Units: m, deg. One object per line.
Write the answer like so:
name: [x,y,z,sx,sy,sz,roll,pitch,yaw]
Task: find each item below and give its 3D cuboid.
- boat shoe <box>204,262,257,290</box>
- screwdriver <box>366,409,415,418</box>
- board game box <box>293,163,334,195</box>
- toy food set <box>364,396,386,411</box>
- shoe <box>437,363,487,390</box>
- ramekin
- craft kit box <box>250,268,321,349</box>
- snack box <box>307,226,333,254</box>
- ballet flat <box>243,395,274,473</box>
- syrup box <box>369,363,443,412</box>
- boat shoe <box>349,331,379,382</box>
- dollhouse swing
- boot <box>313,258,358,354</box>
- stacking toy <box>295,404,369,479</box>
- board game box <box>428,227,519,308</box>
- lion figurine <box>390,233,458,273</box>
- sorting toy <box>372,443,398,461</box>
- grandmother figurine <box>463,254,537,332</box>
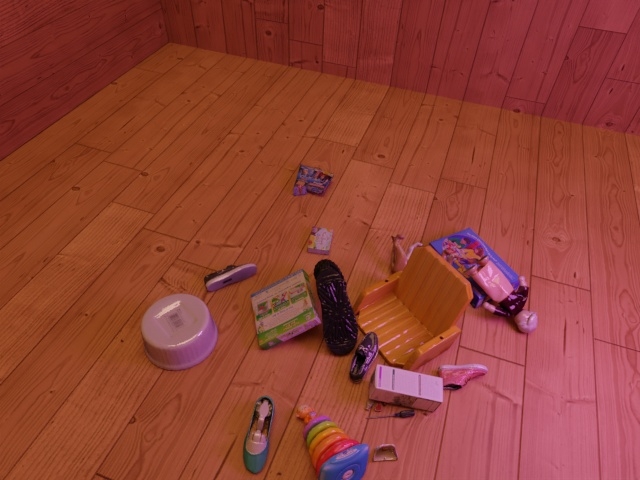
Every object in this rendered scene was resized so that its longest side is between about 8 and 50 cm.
boat shoe: [-0.386,0.140,2.007,0.229,0.080,0.076,-25,53,-15]
screwdriver: [0.241,0.605,1.625,0.170,0.025,0.024,-9,47,1]
board game box: [-0.055,-0.297,2.450,0.194,0.060,0.194,18,49,14]
toy food set: [0.210,0.552,1.667,0.078,0.019,0.122,17,47,13]
shoe: [0.519,0.498,1.708,0.178,0.063,0.081,-1,47,4]
ramekin: [-0.534,0.331,1.769,0.278,0.135,0.277,1,46,-1]
craft kit box: [-0.140,0.264,1.833,0.250,0.061,0.246,-27,44,11]
snack box: [0.000,0.000,2.180,0.101,0.037,0.141,8,46,3]
ballet flat: [-0.203,0.619,1.538,0.083,0.087,0.247,6,46,3]
syrup box: [0.295,0.513,1.638,0.237,0.093,0.096,13,47,-1]
boat shoe: [0.161,0.420,1.736,0.075,0.065,0.206,15,59,23]
dollhouse swing: [0.337,0.243,1.778,0.315,0.304,0.346,-24,52,-24]
boot: [0.057,0.251,1.864,0.131,0.347,0.260,-9,5,-3]
stacking toy: [0.009,0.633,1.515,0.175,0.165,0.302,-13,32,-27]
board game box: [0.667,0.111,2.074,0.234,0.078,0.347,-18,50,-19]
lion figurine: [0.433,0.134,2.006,0.393,0.142,0.240,20,88,36]
sorting toy: [0.209,0.673,1.512,0.084,0.075,0.044,-1,46,-4]
grandmother figurine: [0.741,0.220,1.884,0.208,0.104,0.342,-38,84,5]
